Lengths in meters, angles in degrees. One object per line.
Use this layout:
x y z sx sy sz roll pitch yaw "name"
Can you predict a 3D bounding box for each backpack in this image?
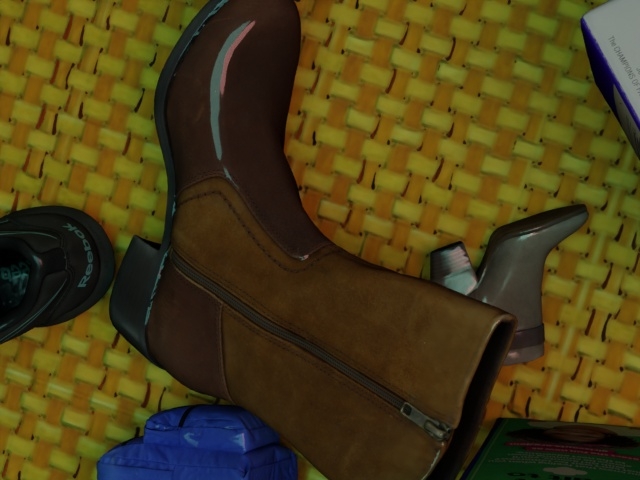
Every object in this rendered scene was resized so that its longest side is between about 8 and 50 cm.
-0.083 0.157 1.234 0.120 0.098 0.101 -4 84 22 "backpack"

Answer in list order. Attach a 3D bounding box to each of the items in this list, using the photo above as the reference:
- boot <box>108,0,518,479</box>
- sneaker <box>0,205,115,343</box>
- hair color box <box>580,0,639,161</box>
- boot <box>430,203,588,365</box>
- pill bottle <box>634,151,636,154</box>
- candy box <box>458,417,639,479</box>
0.000 0.000 1.137 0.280 0.096 0.264 29 100 42 "boot"
-0.271 0.040 1.252 0.267 0.106 0.101 -21 92 11 "sneaker"
0.326 -0.101 0.976 0.338 0.110 0.185 -27 71 6 "hair color box"
0.126 0.034 1.222 0.118 0.042 0.087 -18 97 11 "boot"
0.226 -0.054 1.194 0.043 0.043 0.083 -44 86 9 "pill bottle"
0.137 0.256 1.089 0.122 0.317 0.268 1 93 9 "candy box"
